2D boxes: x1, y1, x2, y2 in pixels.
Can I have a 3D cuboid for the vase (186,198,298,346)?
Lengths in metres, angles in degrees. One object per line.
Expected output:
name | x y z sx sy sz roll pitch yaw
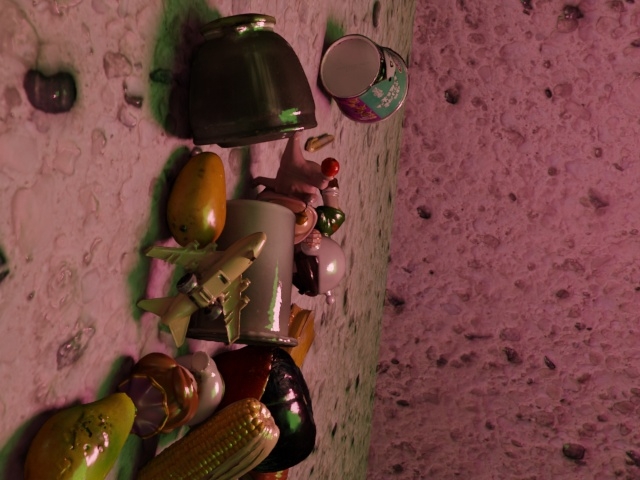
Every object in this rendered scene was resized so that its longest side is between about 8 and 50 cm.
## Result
vase | -0.158 0.072 1.490 0.245 0.244 0.292 43 48 -71

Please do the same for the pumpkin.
pumpkin | -0.143 0.399 1.680 0.315 0.238 0.316 -12 90 -87

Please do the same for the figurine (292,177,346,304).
figurine | 0.000 0.000 2.088 0.281 0.167 0.370 95 3 -77

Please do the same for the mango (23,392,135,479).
mango | -0.361 0.308 1.073 0.233 0.111 0.126 -56 156 -58

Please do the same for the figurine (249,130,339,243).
figurine | -0.073 -0.104 1.642 0.288 0.176 0.186 -58 -166 28

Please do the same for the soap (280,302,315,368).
soap | -0.082 0.317 2.135 0.233 0.076 0.135 -65 159 -47

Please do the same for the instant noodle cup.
instant noodle cup | 0.121 -0.491 2.112 0.190 0.251 0.251 14 86 -66

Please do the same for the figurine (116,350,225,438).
figurine | -0.275 0.284 1.316 0.190 0.142 0.263 -57 164 2

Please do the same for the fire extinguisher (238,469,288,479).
fire extinguisher | -0.183 0.663 1.844 0.113 0.200 0.376 24 80 -52

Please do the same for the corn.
corn | -0.221 0.422 1.372 0.123 0.305 0.122 57 10 -3

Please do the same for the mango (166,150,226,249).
mango | -0.230 -0.078 1.345 0.137 0.098 0.195 62 33 -61

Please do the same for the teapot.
teapot | -0.120 -0.309 1.356 0.321 0.239 0.240 -29 114 -64

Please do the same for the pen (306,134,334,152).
pen | 0.000 -0.301 2.152 0.233 0.032 0.040 -46 119 -67

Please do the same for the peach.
peach | -0.202 0.311 1.474 0.068 0.189 0.279 26 112 -42

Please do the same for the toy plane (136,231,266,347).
toy plane | -0.199 0.074 1.294 0.242 0.256 0.104 51 5 -20
